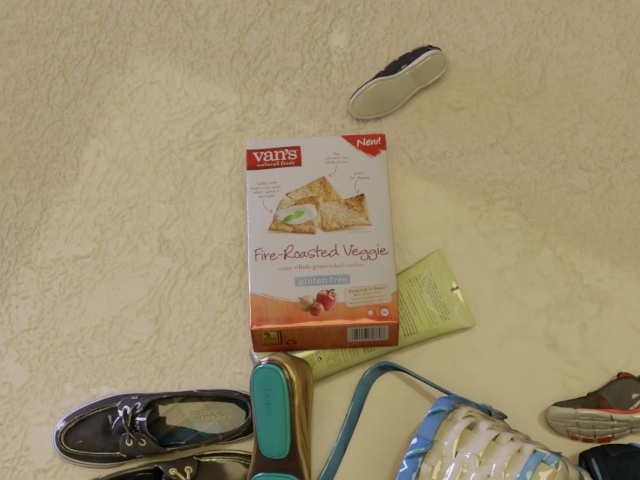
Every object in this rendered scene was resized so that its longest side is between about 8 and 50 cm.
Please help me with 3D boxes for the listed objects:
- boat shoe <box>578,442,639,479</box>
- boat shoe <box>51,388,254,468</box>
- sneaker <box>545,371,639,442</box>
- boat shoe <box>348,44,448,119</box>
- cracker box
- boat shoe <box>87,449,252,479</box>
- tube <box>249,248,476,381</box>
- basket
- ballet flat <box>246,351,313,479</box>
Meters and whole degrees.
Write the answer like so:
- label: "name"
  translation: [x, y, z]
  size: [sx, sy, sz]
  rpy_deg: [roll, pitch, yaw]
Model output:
- label: "boat shoe"
  translation: [0.304, 0.341, 1.517]
  size: [0.089, 0.109, 0.258]
  rpy_deg: [4, 63, -12]
- label: "boat shoe"
  translation: [-0.175, 0.196, 1.552]
  size: [0.229, 0.076, 0.080]
  rpy_deg: [-3, 78, -1]
- label: "sneaker"
  translation: [0.319, 0.175, 1.576]
  size: [0.158, 0.061, 0.065]
  rpy_deg: [-2, 52, -1]
- label: "boat shoe"
  translation: [0.084, -0.181, 1.648]
  size: [0.125, 0.038, 0.046]
  rpy_deg: [-35, 122, -1]
- label: "cracker box"
  translation: [0.000, 0.000, 1.568]
  size: [0.156, 0.067, 0.232]
  rpy_deg: [-3, 61, 0]
- label: "boat shoe"
  translation: [-0.162, 0.271, 1.540]
  size: [0.228, 0.068, 0.081]
  rpy_deg: [-13, 79, -2]
- label: "tube"
  translation: [0.043, 0.098, 1.586]
  size: [0.240, 0.062, 0.070]
  rpy_deg: [-24, 123, -8]
- label: "basket"
  translation: [0.115, 0.278, 1.488]
  size: [0.289, 0.201, 0.254]
  rpy_deg: [20, 80, 33]
- label: "ballet flat"
  translation: [-0.033, 0.230, 1.515]
  size: [0.080, 0.073, 0.232]
  rpy_deg: [6, 96, 28]
